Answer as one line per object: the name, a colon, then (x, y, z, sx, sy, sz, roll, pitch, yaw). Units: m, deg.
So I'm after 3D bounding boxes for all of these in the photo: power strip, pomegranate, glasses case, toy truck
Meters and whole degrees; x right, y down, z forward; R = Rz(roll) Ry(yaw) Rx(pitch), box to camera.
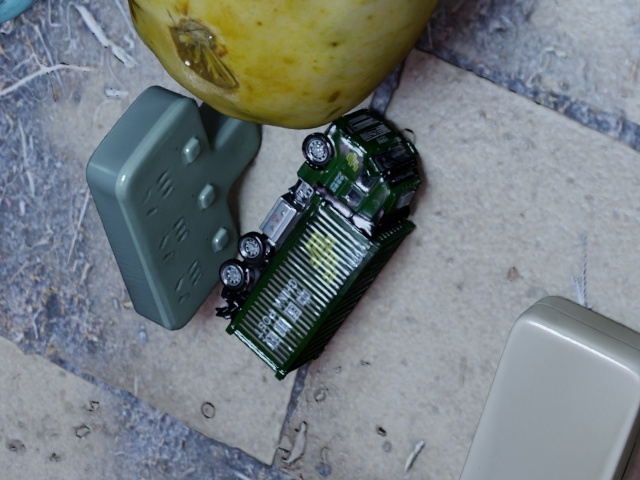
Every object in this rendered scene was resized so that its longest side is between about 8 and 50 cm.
power strip: (-0.129, -0.052, 1.876, 0.059, 0.194, 0.265, 23, 152, 23)
pomegranate: (-0.024, -0.266, 1.683, 0.332, 0.332, 0.333, 9, 110, 27)
glasses case: (0.210, 0.226, 1.839, 0.144, 0.076, 0.336, 27, 117, 20)
toy truck: (0.000, 0.000, 1.880, 0.121, 0.088, 0.259, 42, 122, 12)

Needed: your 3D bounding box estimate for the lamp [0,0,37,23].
lamp: (-0.399, -0.314, 1.964, 0.284, 0.147, 0.209, 27, 119, 29)
